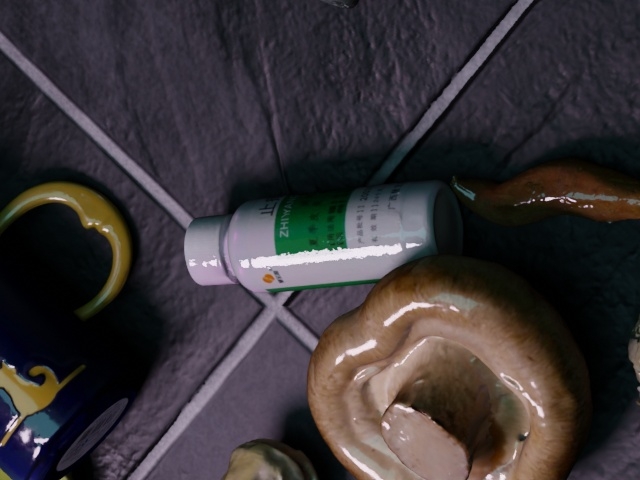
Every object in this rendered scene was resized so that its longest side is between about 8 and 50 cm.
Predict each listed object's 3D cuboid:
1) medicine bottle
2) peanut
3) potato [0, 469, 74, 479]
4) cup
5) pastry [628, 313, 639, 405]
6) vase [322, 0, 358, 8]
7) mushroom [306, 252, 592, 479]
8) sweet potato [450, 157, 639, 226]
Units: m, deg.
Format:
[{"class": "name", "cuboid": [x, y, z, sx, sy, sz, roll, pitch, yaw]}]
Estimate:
[{"class": "medicine bottle", "cuboid": [0.000, 0.000, 1.626, 0.260, 0.095, 0.095, -7, 98, 24]}, {"class": "peanut", "cuboid": [-0.064, 0.334, 1.708, 0.130, 0.130, 0.290, 10, 106, 22]}, {"class": "potato", "cuboid": [-0.307, 0.255, 1.841, 0.119, 0.054, 0.198, -35, 81, 26]}, {"class": "cup", "cuboid": [-0.300, 0.084, 1.734, 0.256, 0.178, 0.255, 41, 115, 9]}, {"class": "pastry", "cuboid": [0.344, 0.103, 1.503, 0.153, 0.081, 0.153, 5, 100, 27]}, {"class": "vase", "cuboid": [0.041, -0.320, 1.554, 0.086, 0.086, 0.214, 33, 107, 15]}, {"class": "mushroom", "cuboid": [0.114, 0.137, 1.566, 0.278, 0.146, 0.278, 12, 124, 18]}, {"class": "sweet potato", "cuboid": [0.216, -0.043, 1.548, 0.202, 0.058, 0.055, 0, 143, 28]}]
